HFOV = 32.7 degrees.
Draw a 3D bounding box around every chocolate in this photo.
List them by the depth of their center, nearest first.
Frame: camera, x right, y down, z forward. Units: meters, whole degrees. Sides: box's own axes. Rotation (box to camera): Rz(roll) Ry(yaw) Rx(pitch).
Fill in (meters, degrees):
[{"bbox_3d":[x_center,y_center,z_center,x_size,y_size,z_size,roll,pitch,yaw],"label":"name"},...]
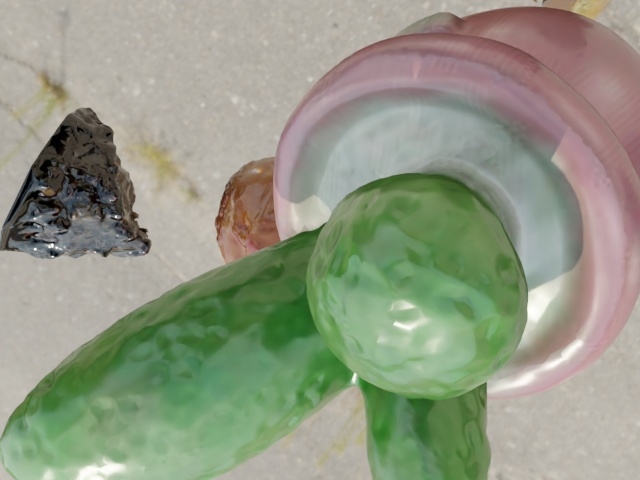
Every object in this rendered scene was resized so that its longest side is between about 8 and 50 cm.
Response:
[{"bbox_3d":[-0.299,-0.051,1.488,0.177,0.224,0.206,28,103,-6],"label":"chocolate"}]

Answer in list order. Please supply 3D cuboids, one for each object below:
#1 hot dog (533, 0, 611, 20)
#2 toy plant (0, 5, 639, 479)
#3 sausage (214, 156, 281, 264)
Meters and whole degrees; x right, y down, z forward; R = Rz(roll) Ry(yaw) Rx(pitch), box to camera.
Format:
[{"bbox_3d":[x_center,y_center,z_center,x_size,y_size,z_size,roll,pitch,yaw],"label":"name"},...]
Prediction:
[{"bbox_3d":[0.297,-0.319,1.257,0.337,0.100,0.135,58,-168,-86],"label":"hot dog"},{"bbox_3d":[0.040,0.013,0.585,0.317,0.356,0.211,-25,105,42],"label":"toy plant"},{"bbox_3d":[0.001,-0.001,1.217,0.268,0.141,0.153,21,-166,-49],"label":"sausage"}]
